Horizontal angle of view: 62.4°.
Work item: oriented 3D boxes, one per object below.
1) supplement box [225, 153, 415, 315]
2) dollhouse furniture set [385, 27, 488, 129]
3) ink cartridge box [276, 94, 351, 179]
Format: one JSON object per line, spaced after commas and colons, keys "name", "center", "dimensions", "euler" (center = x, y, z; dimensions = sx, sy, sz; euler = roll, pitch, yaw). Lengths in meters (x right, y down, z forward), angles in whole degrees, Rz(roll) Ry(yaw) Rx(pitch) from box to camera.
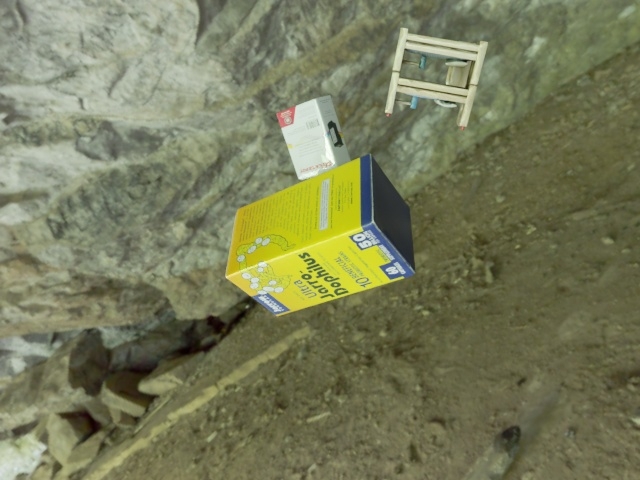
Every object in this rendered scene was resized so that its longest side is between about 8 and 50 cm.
{"name": "supplement box", "center": [0.000, 0.000, 1.153], "dimensions": [0.356, 0.194, 0.195], "euler": [-20, 46, 26]}
{"name": "dollhouse furniture set", "center": [0.185, -0.267, 0.872], "dimensions": [0.183, 0.129, 0.129], "euler": [-62, -17, -69]}
{"name": "ink cartridge box", "center": [-0.016, -0.252, 1.307], "dimensions": [0.127, 0.175, 0.072], "euler": [-10, 14, 36]}
